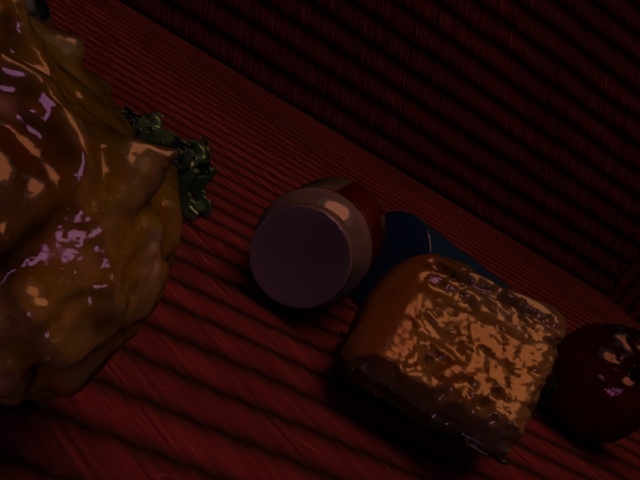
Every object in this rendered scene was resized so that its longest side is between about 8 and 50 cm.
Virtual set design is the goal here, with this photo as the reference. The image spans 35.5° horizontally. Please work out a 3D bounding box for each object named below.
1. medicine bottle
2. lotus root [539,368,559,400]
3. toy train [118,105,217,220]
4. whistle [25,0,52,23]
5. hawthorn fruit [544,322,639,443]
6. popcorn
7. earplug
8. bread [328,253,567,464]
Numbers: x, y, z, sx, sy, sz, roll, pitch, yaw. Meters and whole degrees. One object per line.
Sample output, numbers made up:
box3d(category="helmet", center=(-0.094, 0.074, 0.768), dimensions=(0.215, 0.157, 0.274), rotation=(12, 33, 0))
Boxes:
box3d(category="medicine bottle", center=(0.000, 0.000, 1.119), dimensions=(0.131, 0.131, 0.250), rotation=(35, 11, 4))
box3d(category="lotus root", center=(0.179, 0.123, 1.155), dimensions=(0.209, 0.120, 0.120), rotation=(33, 11, 9))
box3d(category="toy train", center=(-0.182, -0.094, 1.154), dimensions=(0.149, 0.081, 0.099), rotation=(30, 11, 6))
box3d(category="whistle", center=(-0.364, -0.229, 0.998), dimensions=(0.289, 0.163, 0.163), rotation=(41, 14, 28))
box3d(category="hawthorn fruit", center=(0.380, 0.181, 1.299), dimensions=(0.157, 0.157, 0.194), rotation=(31, -27, -12))
box3d(category="popcorn", center=(-0.188, -0.033, 0.525), dimensions=(0.249, 0.225, 0.249), rotation=(33, 2, -1))
box3d(category="earplug", center=(0.169, 0.071, 1.327), dimensions=(0.273, 0.132, 0.132), rotation=(28, 13, -42))
box3d(category="bread", center=(0.122, 0.103, 0.977), dimensions=(0.204, 0.163, 0.262), rotation=(25, 2, 8))
